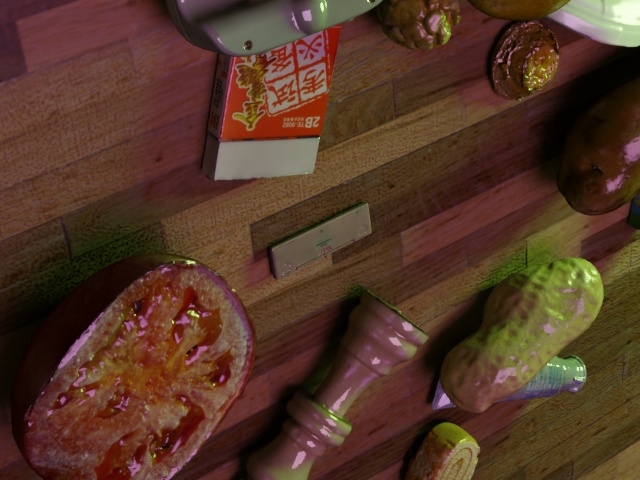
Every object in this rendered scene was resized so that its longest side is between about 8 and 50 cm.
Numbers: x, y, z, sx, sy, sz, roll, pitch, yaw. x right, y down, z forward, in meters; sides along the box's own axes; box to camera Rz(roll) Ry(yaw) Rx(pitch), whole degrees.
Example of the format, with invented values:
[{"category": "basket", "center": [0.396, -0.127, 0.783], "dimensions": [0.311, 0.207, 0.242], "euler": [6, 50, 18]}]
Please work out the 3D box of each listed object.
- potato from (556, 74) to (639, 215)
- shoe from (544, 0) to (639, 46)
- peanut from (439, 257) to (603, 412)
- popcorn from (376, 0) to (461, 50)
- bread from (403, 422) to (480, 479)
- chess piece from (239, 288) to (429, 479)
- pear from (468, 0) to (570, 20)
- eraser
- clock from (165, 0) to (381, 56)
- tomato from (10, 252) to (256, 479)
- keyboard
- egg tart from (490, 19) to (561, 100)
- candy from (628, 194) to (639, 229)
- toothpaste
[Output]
[{"category": "potato", "center": [0.510, -0.185, 1.963], "dimensions": [0.369, 0.176, 0.195], "euler": [-39, 120, 2]}, {"category": "shoe", "center": [0.439, -0.371, 1.850], "dimensions": [0.363, 0.132, 0.160], "euler": [-3, 117, -44]}, {"category": "peanut", "center": [0.312, 0.140, 2.032], "dimensions": [0.319, 0.147, 0.147], "euler": [-41, 134, -13]}, {"category": "popcorn", "center": [0.126, -0.300, 1.643], "dimensions": [0.116, 0.121, 0.106], "euler": [-45, 169, 0]}, {"category": "bread", "center": [0.200, 0.373, 2.131], "dimensions": [0.122, 0.073, 0.149], "euler": [14, 107, -49]}, {"category": "chess piece", "center": [-0.004, 0.260, 1.865], "dimensions": [0.397, 0.117, 0.117], "euler": [-53, 136, 0]}, {"category": "pear", "center": [0.260, -0.378, 1.659], "dimensions": [0.198, 0.198, 0.198], "euler": [-20, 126, -30]}, {"category": "eraser", "center": [-0.059, -0.189, 1.601], "dimensions": [0.157, 0.038, 0.230], "euler": [-7, 118, -37]}, {"category": "clock", "center": [-0.060, -0.382, 1.417], "dimensions": [0.265, 0.109, 0.324], "euler": [-26, 121, -27]}, {"category": "tomato", "center": [-0.244, 0.154, 1.577], "dimensions": [0.338, 0.144, 0.338], "euler": [-25, 132, -31]}, {"category": "keyboard", "center": [0.000, 0.000, 1.779], "dimensions": [0.166, 0.017, 0.055], "euler": [-26, 124, -26]}, {"category": "egg tart", "center": [0.301, -0.259, 1.853], "dimensions": [0.130, 0.052, 0.130], "euler": [-18, 125, -28]}, {"category": "candy", "center": [0.584, -0.098, 2.153], "dimensions": [0.062, 0.097, 0.194], "euler": [-17, 125, -36]}, {"category": "toothpaste", "center": [0.312, 0.226, 2.143], "dimensions": [0.299, 0.073, 0.114], "euler": [3, 110, -33]}]
